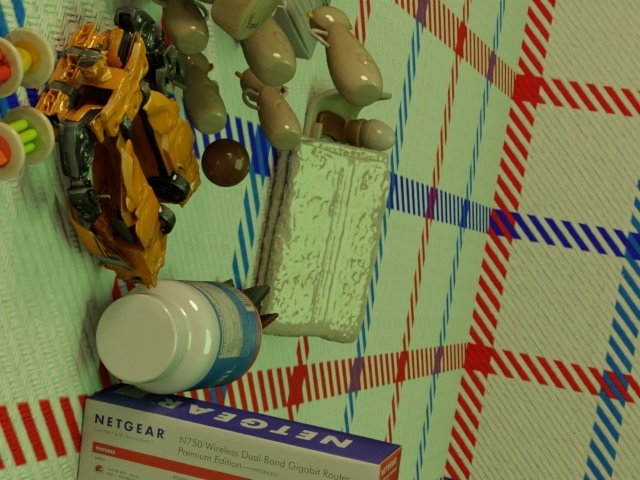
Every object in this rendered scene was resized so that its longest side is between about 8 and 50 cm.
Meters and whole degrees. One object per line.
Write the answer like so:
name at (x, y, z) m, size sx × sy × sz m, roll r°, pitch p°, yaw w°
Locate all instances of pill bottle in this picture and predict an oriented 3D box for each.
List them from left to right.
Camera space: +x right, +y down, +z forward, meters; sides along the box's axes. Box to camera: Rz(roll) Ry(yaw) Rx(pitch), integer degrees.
pill bottle at (-0.155, 0.104, 1.505) m, size 0.221 × 0.124 × 0.124 m, roll 8°, pitch 92°, yaw -71°

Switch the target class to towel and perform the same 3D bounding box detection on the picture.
towel at (0.000, 0.000, 1.926) m, size 0.187 × 0.049 × 0.282 m, roll 9°, pitch 94°, yaw -39°

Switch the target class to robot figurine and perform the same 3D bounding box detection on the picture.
robot figurine at (-0.194, -0.088, 1.340) m, size 0.291 × 0.085 × 0.211 m, roll 74°, pitch 31°, yaw -55°

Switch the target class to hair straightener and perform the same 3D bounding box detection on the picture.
hair straightener at (-0.125, 0.096, 1.753) m, size 0.230 × 0.047 × 0.089 m, roll -33°, pitch 111°, yaw -59°

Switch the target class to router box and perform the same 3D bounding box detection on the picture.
router box at (-0.098, 0.333, 1.462) m, size 0.082 × 0.335 × 0.301 m, roll -18°, pitch 118°, yaw -69°

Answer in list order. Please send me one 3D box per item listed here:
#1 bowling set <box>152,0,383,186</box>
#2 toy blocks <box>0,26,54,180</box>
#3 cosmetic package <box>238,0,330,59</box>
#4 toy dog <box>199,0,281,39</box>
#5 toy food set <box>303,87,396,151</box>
bowling set at (-0.098, -0.175, 1.497) m, size 0.200 × 0.287 × 0.154 m, roll -52°, pitch -139°, yaw 28°
toy blocks at (-0.276, -0.103, 1.127) m, size 0.148 × 0.054 × 0.123 m, roll -39°, pitch 136°, yaw -64°
cosmetic package at (-0.035, -0.352, 1.656) m, size 0.127 × 0.107 × 0.238 m, roll 56°, pitch 51°, yaw -62°
toy dog at (-0.043, -0.348, 1.348) m, size 0.220 × 0.333 × 0.161 m, roll 57°, pitch 15°, yaw -2°
toy food set at (0.041, -0.075, 2.060) m, size 0.220 × 0.092 × 0.306 m, roll -9°, pitch 108°, yaw -72°
